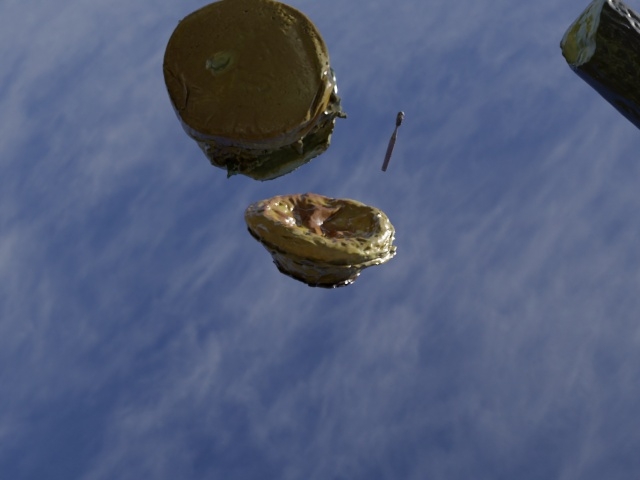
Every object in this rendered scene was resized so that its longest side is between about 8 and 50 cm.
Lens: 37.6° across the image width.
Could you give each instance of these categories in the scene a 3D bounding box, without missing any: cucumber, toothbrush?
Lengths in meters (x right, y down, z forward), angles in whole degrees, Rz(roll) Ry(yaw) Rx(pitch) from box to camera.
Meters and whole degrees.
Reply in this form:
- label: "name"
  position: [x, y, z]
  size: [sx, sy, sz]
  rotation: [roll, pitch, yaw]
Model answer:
- label: "cucumber"
  position: [0.319, -0.120, 0.847]
  size: [0.241, 0.074, 0.074]
  rotation: [44, -86, 3]
- label: "toothbrush"
  position: [0.069, -0.093, 0.904]
  size: [0.006, 0.097, 0.008]
  rotation: [15, -119, 1]

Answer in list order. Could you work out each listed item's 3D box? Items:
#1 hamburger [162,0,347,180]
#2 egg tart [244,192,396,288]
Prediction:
- label: "hamburger"
  position: [-0.079, -0.180, 1.079]
  size: [0.189, 0.122, 0.215]
  rotation: [-25, -108, -6]
- label: "egg tart"
  position: [0.000, 0.000, 1.409]
  size: [0.241, 0.241, 0.105]
  rotation: [29, -60, 42]
